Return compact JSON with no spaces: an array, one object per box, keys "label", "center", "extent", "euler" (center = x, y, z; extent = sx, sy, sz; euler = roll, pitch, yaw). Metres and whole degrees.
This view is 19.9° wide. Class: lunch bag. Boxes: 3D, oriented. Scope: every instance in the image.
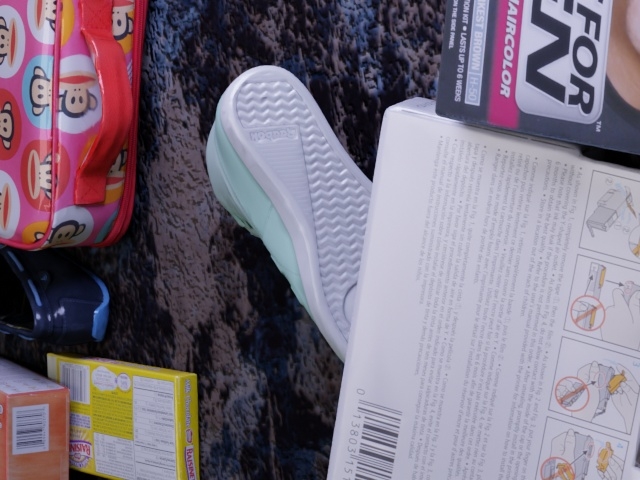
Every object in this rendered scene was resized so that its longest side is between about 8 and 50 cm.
[{"label":"lunch bag","center":[-0.244,-0.140,1.581],"extent":[0.258,0.120,0.293],"euler":[17,106,47]}]

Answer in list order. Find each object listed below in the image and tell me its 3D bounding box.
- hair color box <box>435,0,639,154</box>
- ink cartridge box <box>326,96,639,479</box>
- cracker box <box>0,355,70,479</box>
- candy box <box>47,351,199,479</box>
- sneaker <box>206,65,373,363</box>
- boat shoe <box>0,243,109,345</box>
[{"label":"hair color box","center":[0.239,-0.137,1.027],"extent":[0.374,0.113,0.185],"euler":[15,105,47]},{"label":"ink cartridge box","center":[0.147,0.078,1.192],"extent":[0.261,0.066,0.296],"euler":[15,107,22]},{"label":"cracker box","center":[-0.311,0.195,1.710],"extent":[0.232,0.067,0.156],"euler":[13,104,58]},{"label":"candy box","center":[-0.176,0.159,1.602],"extent":[0.206,0.027,0.105],"euler":[5,100,49]},{"label":"sneaker","center":[0.000,-0.001,1.355],"extent":[0.256,0.094,0.151],"euler":[62,165,2]},{"label":"boat shoe","center":[-0.295,0.030,1.680],"extent":[0.258,0.089,0.109],"euler":[12,102,48]}]
